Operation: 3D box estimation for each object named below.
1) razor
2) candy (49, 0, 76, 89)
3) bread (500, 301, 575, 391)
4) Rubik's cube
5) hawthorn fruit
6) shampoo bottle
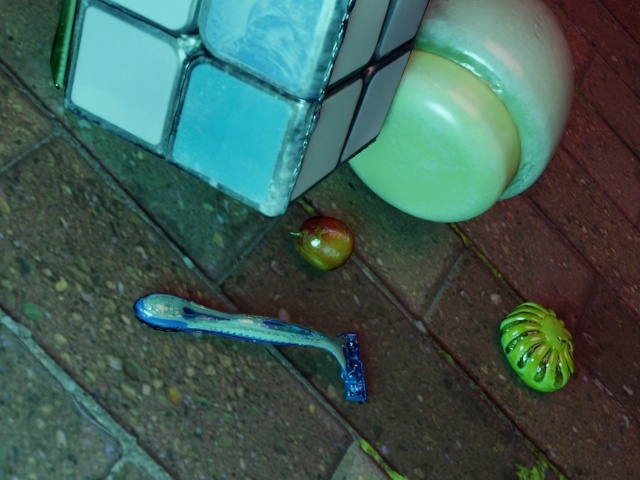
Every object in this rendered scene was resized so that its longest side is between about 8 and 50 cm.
[{"bbox_3d":[-0.064,0.107,1.277,0.324,0.056,0.093,20,48,-35],"label":"razor"},{"bbox_3d":[-0.304,-0.314,1.381,0.097,0.097,0.323,25,52,-32],"label":"candy"},{"bbox_3d":[0.326,0.153,1.644,0.130,0.071,0.139,45,36,-2],"label":"bread"},{"bbox_3d":[-0.070,-0.265,1.295,0.318,0.316,0.313,29,34,14],"label":"Rubik's cube"},{"bbox_3d":[0.006,0.001,1.430,0.077,0.077,0.077,28,42,-28],"label":"hawthorn fruit"},{"bbox_3d":[0.199,-0.208,1.596,0.322,0.322,0.317,46,57,-8],"label":"shampoo bottle"}]
